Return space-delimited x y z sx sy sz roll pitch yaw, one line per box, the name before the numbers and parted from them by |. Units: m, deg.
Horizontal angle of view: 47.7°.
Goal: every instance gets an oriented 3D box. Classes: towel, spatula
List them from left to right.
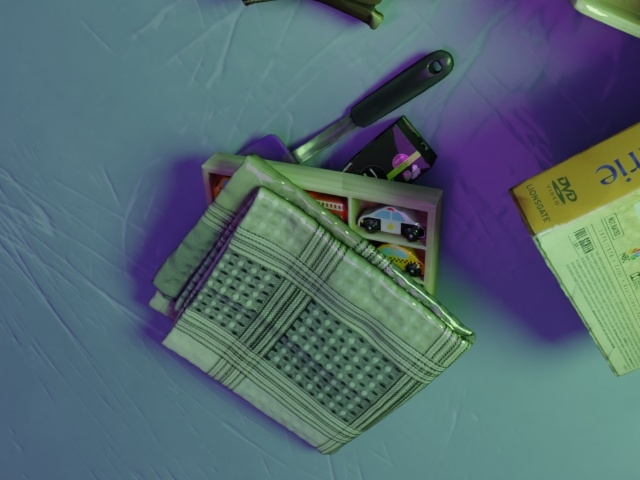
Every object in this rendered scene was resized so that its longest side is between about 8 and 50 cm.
towel | -0.036 0.097 0.838 0.324 0.056 0.312 39 132 -3
spatula | 0.018 -0.121 0.801 0.296 0.030 0.084 -31 96 24

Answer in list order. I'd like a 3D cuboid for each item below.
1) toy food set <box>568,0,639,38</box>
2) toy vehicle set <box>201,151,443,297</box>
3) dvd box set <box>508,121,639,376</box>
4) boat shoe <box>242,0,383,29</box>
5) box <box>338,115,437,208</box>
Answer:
toy food set | 0.353 -0.290 0.558 0.219 0.092 0.306 15 115 -16
toy vehicle set | 0.000 0.000 0.810 0.266 0.035 0.166 11 128 20
dvd box set | 0.395 -0.044 0.577 0.420 0.062 0.307 -28 140 18
boat shoe | 0.040 -0.254 0.714 0.257 0.095 0.095 -7 113 19
box | 0.074 -0.083 0.787 0.083 0.052 0.062 -39 96 26
